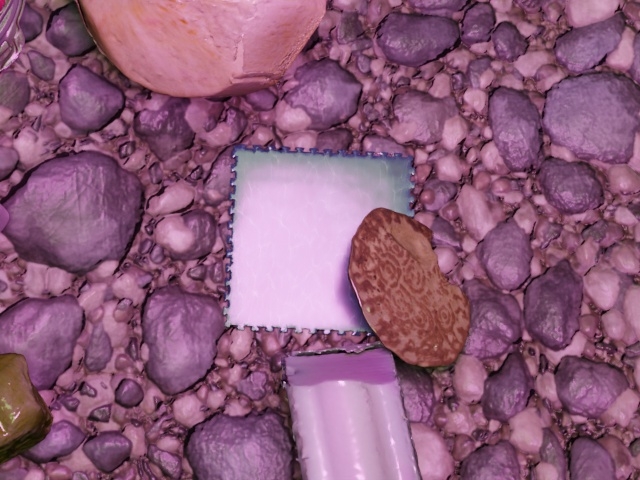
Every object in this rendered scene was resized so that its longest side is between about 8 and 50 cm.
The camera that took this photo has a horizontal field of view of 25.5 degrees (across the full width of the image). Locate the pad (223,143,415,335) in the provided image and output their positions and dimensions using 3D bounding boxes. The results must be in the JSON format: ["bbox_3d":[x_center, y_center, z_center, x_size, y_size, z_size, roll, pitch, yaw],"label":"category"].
[{"bbox_3d":[0.000,0.000,1.991,0.268,0.012,0.270,2,81,-4],"label":"pad"}]

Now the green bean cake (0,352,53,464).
[{"bbox_3d":[-0.465,0.248,1.815,0.248,0.222,0.125,-34,84,-11],"label":"green bean cake"}]

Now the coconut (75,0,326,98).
[{"bbox_3d":[-0.156,-0.351,1.886,0.352,0.352,0.353,1,82,-4],"label":"coconut"}]

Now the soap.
[{"bbox_3d":[0.059,0.337,1.811,0.156,0.261,0.446,-13,64,1],"label":"soap"}]

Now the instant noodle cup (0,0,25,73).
[{"bbox_3d":[-0.537,-0.367,1.917,0.302,0.181,0.258,32,80,1],"label":"instant noodle cup"}]

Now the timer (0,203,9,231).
[{"bbox_3d":[-0.553,-0.030,1.861,0.195,0.192,0.194,38,81,2],"label":"timer"}]

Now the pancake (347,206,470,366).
[{"bbox_3d":[0.120,0.064,1.925,0.212,0.029,0.235,-12,78,-46],"label":"pancake"}]
